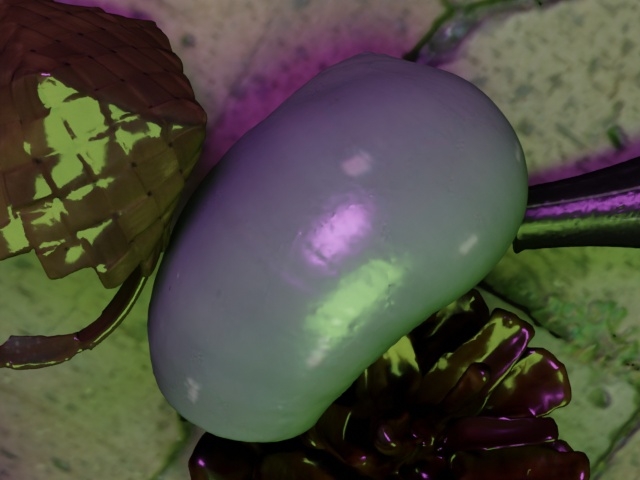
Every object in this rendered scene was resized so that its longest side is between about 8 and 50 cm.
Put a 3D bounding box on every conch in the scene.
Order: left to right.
[{"bbox_3d":[-0.002,-0.005,0.945,0.221,0.185,0.121,-44,109,-18],"label":"conch"}]

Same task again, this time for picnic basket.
[{"bbox_3d":[-0.135,-0.020,0.922,0.128,0.138,0.178,11,114,-21],"label":"picnic basket"}]

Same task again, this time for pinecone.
[{"bbox_3d":[0.037,0.128,1.032,0.202,0.201,0.228,-22,98,-29],"label":"pinecone"}]

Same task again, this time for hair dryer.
[{"bbox_3d":[0.193,-0.091,1.016,0.196,0.075,0.219,-6,114,1],"label":"hair dryer"}]
